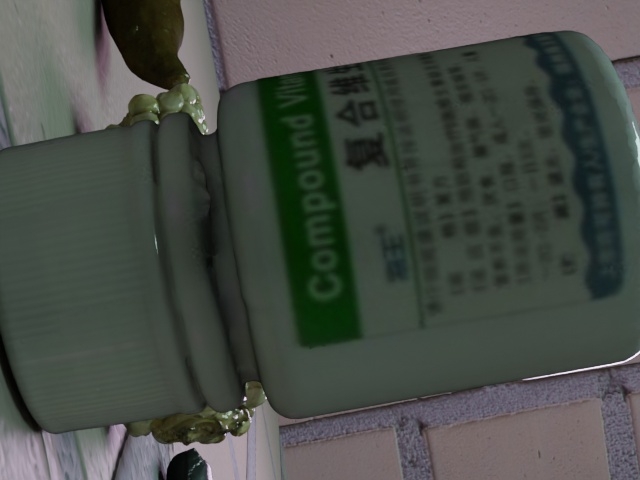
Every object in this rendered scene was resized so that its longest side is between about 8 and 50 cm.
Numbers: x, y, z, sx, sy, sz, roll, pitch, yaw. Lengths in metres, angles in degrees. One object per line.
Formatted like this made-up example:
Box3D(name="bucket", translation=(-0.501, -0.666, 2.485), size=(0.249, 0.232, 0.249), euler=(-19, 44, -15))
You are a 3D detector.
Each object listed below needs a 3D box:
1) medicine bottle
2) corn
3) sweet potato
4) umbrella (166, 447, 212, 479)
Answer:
Box3D(name="medicine bottle", translation=(0.000, 0.000, 0.468), size=(0.139, 0.237, 0.139), euler=(171, -90, -90))
Box3D(name="corn", translation=(-0.086, 0.009, 0.642), size=(0.087, 0.087, 0.211), euler=(83, -8, -67))
Box3D(name="sweet potato", translation=(-0.131, -0.195, 0.855), size=(0.067, 0.067, 0.274), euler=(82, -7, -47))
Box3D(name="umbrella", translation=(-0.079, 0.188, 0.716), size=(0.036, 0.031, 0.133), euler=(45, 25, -42))
